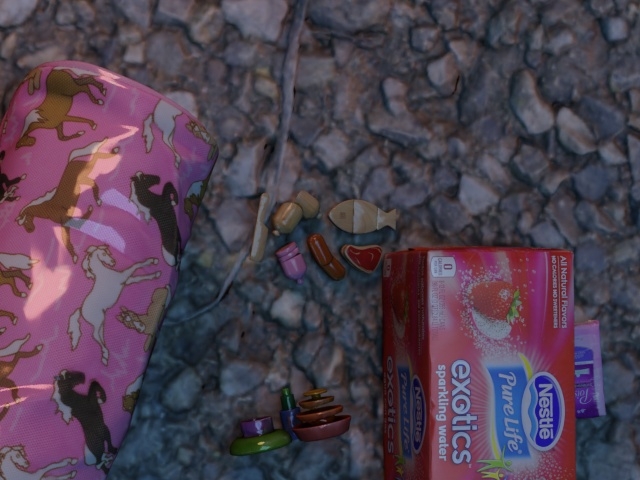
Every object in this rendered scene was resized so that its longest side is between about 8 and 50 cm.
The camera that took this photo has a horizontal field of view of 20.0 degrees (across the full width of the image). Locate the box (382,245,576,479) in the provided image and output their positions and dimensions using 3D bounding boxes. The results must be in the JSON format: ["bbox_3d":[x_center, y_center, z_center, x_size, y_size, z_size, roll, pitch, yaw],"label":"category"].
[{"bbox_3d":[0.127,0.133,1.466,0.128,0.122,0.257,0,88,-16],"label":"box"}]

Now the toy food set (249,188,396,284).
[{"bbox_3d":[0.000,0.000,1.492,0.122,0.019,0.078,12,86,-22],"label":"toy food set"}]

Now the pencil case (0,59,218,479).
[{"bbox_3d":[-0.205,0.059,1.321,0.167,0.160,0.386,33,64,-29],"label":"pencil case"}]

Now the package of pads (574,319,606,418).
[{"bbox_3d":[0.212,0.109,1.537,0.050,0.032,0.083,-3,89,-12],"label":"package of pads"}]

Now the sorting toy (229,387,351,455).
[{"bbox_3d":[-0.026,0.142,1.458,0.102,0.061,0.042,-12,91,4],"label":"sorting toy"}]
